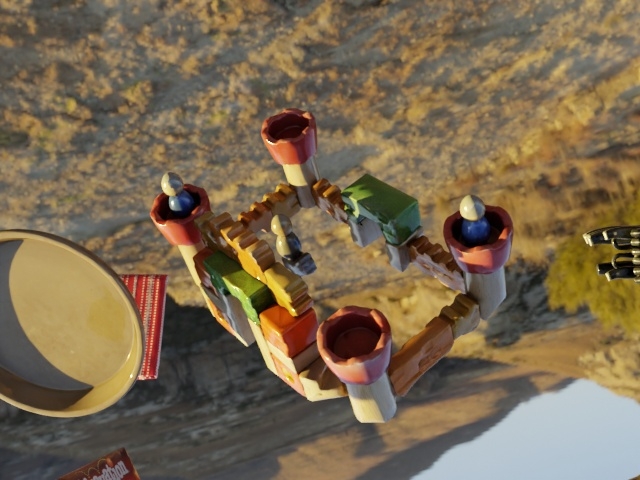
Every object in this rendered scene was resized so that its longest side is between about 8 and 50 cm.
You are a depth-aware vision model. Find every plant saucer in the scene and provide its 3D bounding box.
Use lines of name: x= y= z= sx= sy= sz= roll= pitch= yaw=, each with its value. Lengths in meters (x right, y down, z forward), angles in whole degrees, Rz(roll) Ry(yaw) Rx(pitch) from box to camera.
plant saucer: x=-0.356 y=0.106 z=1.009 sx=0.278 sy=0.278 sz=0.041 roll=-19 pitch=-160 yaw=16

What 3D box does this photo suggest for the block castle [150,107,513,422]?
block castle: x=0.000 y=0.000 z=1.052 sx=0.303 sy=0.453 sz=0.213 roll=-38 pitch=138 yaw=-21

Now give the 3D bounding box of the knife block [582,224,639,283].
knife block: x=0.555 y=0.005 z=1.184 sx=0.276 sy=0.088 sz=0.242 roll=-10 pitch=-173 yaw=-36

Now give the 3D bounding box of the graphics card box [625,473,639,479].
graphics card box: x=0.276 y=0.224 z=0.559 sx=0.371 sy=0.094 sz=0.233 roll=-5 pitch=161 yaw=-36

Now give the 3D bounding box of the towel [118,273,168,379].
towel: x=-0.412 y=0.158 z=1.401 sx=0.275 sy=0.199 sz=0.031 roll=-3 pitch=157 yaw=9

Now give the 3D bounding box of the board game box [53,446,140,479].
board game box: x=-0.375 y=0.453 z=1.352 sx=0.027 sy=0.145 sz=0.281 roll=-31 pitch=173 yaw=6
